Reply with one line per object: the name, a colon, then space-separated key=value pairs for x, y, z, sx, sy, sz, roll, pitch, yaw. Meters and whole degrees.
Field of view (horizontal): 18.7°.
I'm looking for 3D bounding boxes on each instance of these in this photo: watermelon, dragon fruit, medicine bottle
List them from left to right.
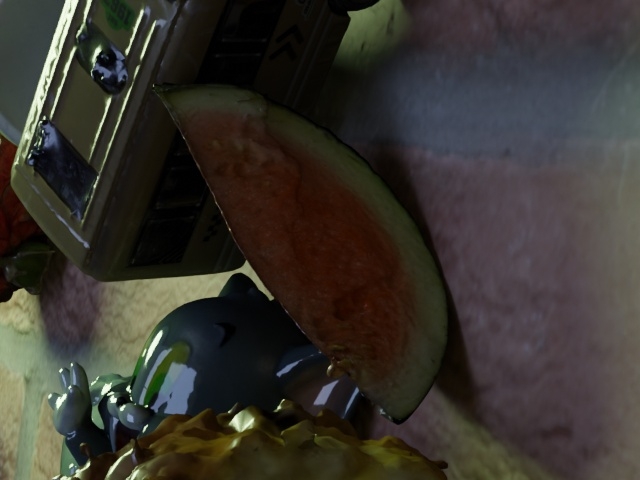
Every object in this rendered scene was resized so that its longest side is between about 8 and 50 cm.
dragon fruit: x=-0.322 y=-0.030 z=1.665 sx=0.172 sy=0.209 sz=0.172 roll=-164 pitch=90 yaw=-87
medicine bottle: x=-0.185 y=-0.131 z=1.414 sx=0.258 sy=0.143 sz=0.143 roll=-151 pitch=70 yaw=-79
watermelon: x=-0.004 y=0.004 z=1.065 sx=0.063 sy=0.119 sz=0.245 roll=-51 pitch=62 yaw=33

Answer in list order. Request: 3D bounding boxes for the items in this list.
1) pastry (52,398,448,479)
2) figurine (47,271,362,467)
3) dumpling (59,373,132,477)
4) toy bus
pastry: x=-0.056 y=0.287 z=0.910 sx=0.337 sy=0.292 sz=0.405 roll=124 pitch=148 yaw=-44
figurine: x=-0.076 y=0.150 z=1.153 sx=0.193 sy=0.140 sz=0.265 roll=9 pitch=89 yaw=63
dumpling: x=-0.114 y=0.188 z=1.267 sx=0.149 sy=0.105 sz=0.216 roll=-10 pitch=74 yaw=63
toy bus: x=-0.078 y=-0.120 z=1.173 sx=0.139 sy=0.157 sz=0.289 roll=47 pitch=128 yaw=30
